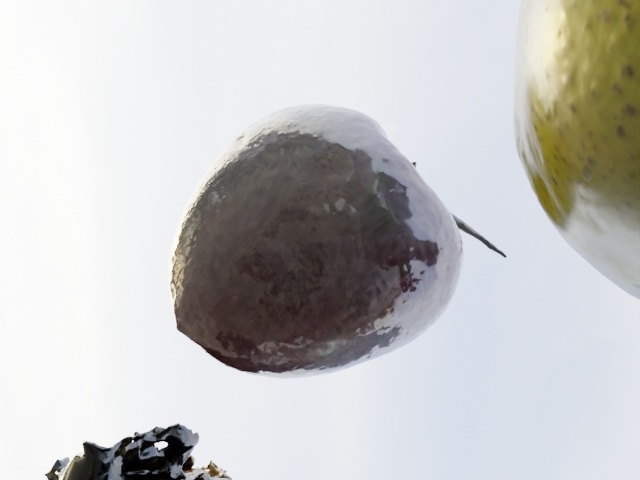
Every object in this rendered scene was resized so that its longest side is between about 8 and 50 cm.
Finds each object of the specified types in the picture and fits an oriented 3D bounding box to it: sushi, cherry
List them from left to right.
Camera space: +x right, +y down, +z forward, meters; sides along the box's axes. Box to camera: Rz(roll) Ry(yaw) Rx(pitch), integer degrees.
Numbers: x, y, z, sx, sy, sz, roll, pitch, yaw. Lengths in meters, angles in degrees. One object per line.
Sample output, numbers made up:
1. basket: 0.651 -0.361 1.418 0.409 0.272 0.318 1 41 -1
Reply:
1. sushi: -0.156 0.299 0.817 0.348 0.208 0.234 -3 -92 59
2. cherry: 0.000 0.000 0.658 0.213 0.266 0.183 52 -23 29

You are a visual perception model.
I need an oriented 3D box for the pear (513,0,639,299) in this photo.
1. pear: 0.228 -0.101 0.378 0.294 0.294 0.294 9 -75 37
